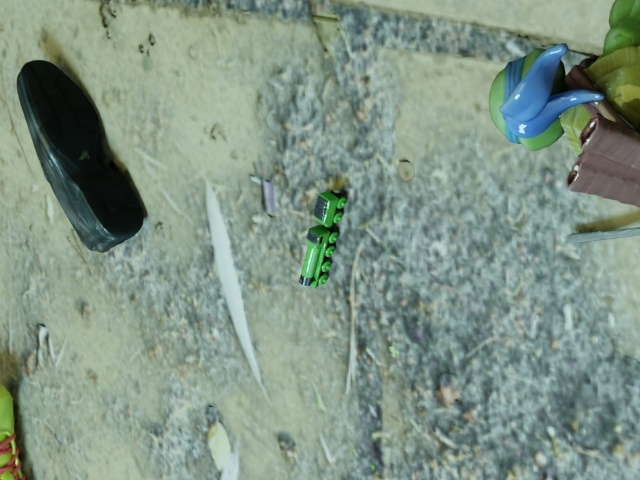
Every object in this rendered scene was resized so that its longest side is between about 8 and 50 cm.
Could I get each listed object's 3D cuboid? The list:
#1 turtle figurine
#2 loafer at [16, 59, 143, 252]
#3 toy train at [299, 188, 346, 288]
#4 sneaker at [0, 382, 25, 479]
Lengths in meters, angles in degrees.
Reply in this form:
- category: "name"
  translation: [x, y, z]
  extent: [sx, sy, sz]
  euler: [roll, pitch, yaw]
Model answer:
- category: "turtle figurine"
  translation: [0.244, -0.092, 0.946]
  extent: [0.266, 0.274, 0.198]
  euler: [7, 86, 21]
- category: "loafer"
  translation: [-0.211, -0.067, 1.404]
  extent: [0.061, 0.062, 0.170]
  euler: [-33, 79, 49]
- category: "toy train"
  translation: [0.000, 0.000, 1.254]
  extent: [0.017, 0.023, 0.083]
  euler: [32, 123, 31]
- category: "sneaker"
  translation: [-0.303, 0.219, 1.579]
  extent: [0.094, 0.081, 0.208]
  euler: [30, 129, 24]
